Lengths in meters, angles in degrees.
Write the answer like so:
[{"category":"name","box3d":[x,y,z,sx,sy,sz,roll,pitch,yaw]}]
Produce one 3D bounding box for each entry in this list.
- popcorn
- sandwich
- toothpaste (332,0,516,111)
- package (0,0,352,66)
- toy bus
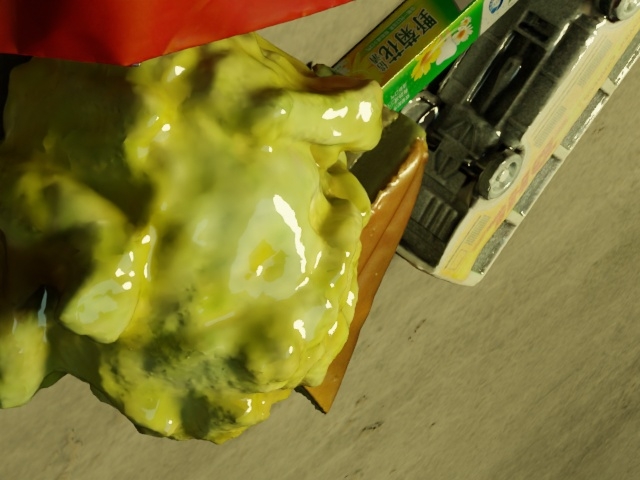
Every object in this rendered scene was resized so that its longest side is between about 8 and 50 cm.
[{"category":"popcorn","box3d":[-0.080,-0.015,0.867,0.255,0.195,0.256,-21,108,-4]},{"category":"sandwich","box3d":[0.000,0.000,1.100,0.187,0.117,0.144,-51,152,-4]},{"category":"toothpaste","box3d":[0.078,-0.149,1.116,0.178,0.043,0.037,-43,146,-14]},{"category":"package","box3d":[0.007,-0.221,0.765,0.424,0.123,0.196,-19,132,-18]},{"category":"toy bus","box3d":[0.166,-0.124,1.205,0.342,0.097,0.138,-55,151,7]}]
